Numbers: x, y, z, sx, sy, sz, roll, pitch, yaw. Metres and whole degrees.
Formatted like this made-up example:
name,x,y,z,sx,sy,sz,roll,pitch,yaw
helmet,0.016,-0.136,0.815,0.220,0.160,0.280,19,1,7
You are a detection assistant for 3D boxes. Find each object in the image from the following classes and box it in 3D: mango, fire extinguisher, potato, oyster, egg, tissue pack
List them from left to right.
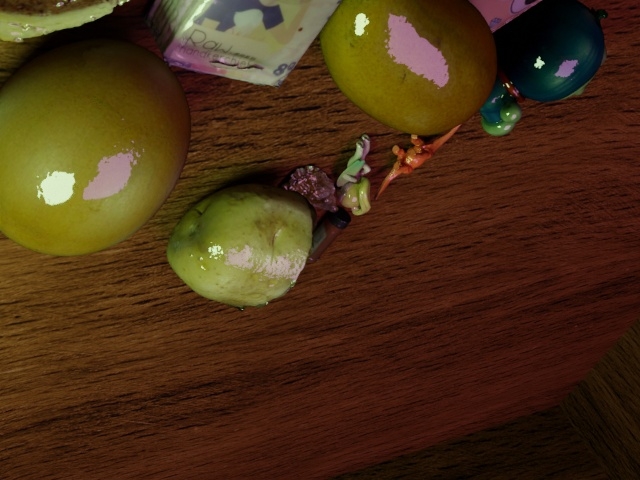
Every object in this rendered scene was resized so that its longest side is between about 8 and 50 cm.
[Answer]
name,x,y,z,sx,sy,sz,roll,pitch,yaw
egg,-0.343,-0.134,1.400,0.351,0.283,0.282,-42,148,25
potato,-0.169,0.004,1.840,0.285,0.243,0.242,-27,156,33
tissue pack,-0.076,-0.391,1.412,0.242,0.125,0.344,3,138,-45
oyster,-0.027,-0.102,1.977,0.121,0.045,0.146,-11,147,-5
fire extinguisher,0.000,0.000,2.136,0.177,0.050,0.062,-49,-177,31
mango,0.141,-0.324,1.613,0.263,0.221,0.378,-24,143,22

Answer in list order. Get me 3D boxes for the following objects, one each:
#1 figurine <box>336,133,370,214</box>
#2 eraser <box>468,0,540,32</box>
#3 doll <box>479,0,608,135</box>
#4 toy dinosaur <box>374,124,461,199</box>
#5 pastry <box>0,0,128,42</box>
name,x,y,z,sx,sy,sz,roll,pitch,yaw
figurine,0.077,-0.130,1.983,0.083,0.083,0.187,-14,139,-27
eraser,0.371,-0.491,1.690,0.290,0.087,0.171,-33,151,5
doll,0.405,-0.341,1.842,0.322,0.198,0.186,-36,138,27
toy dinosaur,0.209,-0.192,2.030,0.279,0.055,0.101,-40,158,14
pastry,-0.356,-0.370,1.173,0.236,0.170,0.256,-21,165,27
